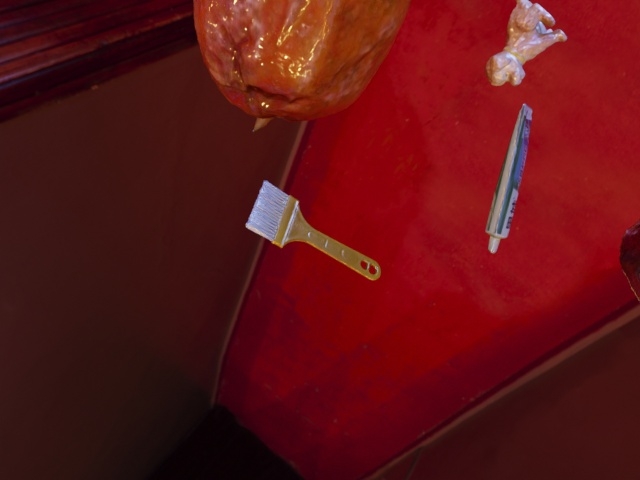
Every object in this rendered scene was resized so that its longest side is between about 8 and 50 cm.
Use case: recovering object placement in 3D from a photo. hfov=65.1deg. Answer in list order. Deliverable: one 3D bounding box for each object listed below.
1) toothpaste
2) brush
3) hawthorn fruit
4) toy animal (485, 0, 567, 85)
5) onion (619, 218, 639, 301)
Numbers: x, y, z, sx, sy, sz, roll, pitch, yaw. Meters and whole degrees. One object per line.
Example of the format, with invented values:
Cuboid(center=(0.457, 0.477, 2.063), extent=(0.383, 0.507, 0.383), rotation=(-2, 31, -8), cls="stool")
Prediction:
Cuboid(center=(0.499, -0.156, 1.318), extent=(0.061, 0.099, 0.392), rotation=(18, 103, 31), cls="toothpaste")
Cuboid(center=(0.000, 0.000, 0.888), extent=(0.272, 0.103, 0.013), rotation=(29, 147, -20), cls="brush")
Cuboid(center=(-0.012, -0.185, 0.383), extent=(0.173, 0.173, 0.179), rotation=(0, 110, 39), cls="hawthorn fruit")
Cuboid(center=(0.447, -0.475, 1.193), extent=(0.184, 0.104, 0.185), rotation=(41, 112, -10), cls="toy animal")
Cuboid(center=(0.682, 0.001, 0.914), extent=(0.146, 0.314, 0.280), rotation=(32, 134, -5), cls="onion")
